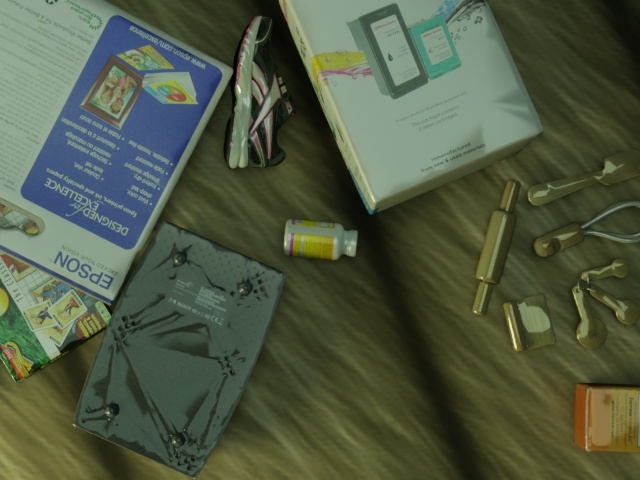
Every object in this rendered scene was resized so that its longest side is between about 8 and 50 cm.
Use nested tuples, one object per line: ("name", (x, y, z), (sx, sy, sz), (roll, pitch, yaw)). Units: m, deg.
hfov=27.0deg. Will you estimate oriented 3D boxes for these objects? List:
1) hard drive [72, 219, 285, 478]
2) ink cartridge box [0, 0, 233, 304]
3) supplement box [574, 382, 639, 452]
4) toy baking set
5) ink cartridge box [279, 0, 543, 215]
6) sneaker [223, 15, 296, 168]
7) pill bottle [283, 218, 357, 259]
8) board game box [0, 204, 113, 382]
("hard drive", (-0.159, 0.124, 1.527), (0.172, 0.054, 0.255), (23, 87, 1))
("ink cartridge box", (-0.302, -0.130, 1.515), (0.303, 0.072, 0.307), (28, 88, -9))
("supplement box", (0.411, 0.204, 1.514), (0.233, 0.078, 0.080), (0, 87, 0))
("toy baking set", (0.285, 0.010, 1.550), (0.196, 0.030, 0.256), (11, 87, -3))
("ink cartridge box", (0.091, -0.193, 1.473), (0.197, 0.198, 0.270), (-23, 86, -1))
("sneaker", (-0.065, -0.168, 1.544), (0.077, 0.072, 0.178), (7, 95, -12))
("pill bottle", (0.000, 0.000, 1.539), (0.083, 0.043, 0.043), (6, 87, 0))
("board game box", (-0.361, 0.020, 1.545), (0.136, 0.030, 0.260), (-33, 88, 0))
